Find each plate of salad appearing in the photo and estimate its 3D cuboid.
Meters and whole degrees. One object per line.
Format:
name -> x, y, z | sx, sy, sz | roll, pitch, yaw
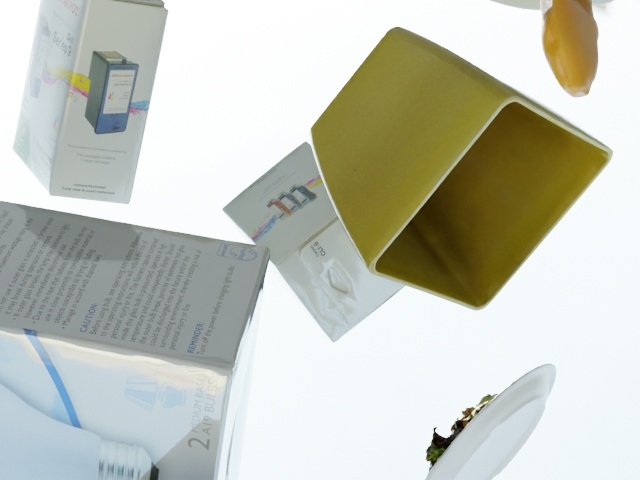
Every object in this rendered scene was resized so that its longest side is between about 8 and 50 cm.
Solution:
plate of salad -> 0.144, 0.184, 1.628 | 0.048, 0.200, 0.200 | 43, -139, 21

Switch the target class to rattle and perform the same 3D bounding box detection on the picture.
rattle -> 0.071, -0.150, 1.010 | 0.199, 0.143, 0.130 | 11, 168, 13

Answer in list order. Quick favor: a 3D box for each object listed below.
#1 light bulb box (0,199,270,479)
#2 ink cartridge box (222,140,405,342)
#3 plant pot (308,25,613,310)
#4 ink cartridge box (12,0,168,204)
light bulb box -> -0.256, 0.174, 1.610 | 0.361, 0.358, 0.225 | 10, -153, 3
ink cartridge box -> 0.000, 0.000, 1.922 | 0.127, 0.128, 0.176 | -38, -148, -4
plant pot -> 0.117, -0.086, 1.720 | 0.212, 0.212, 0.187 | 20, -156, -52
ink cartridge box -> -0.237, -0.164, 1.795 | 0.093, 0.212, 0.154 | 6, -161, -28
